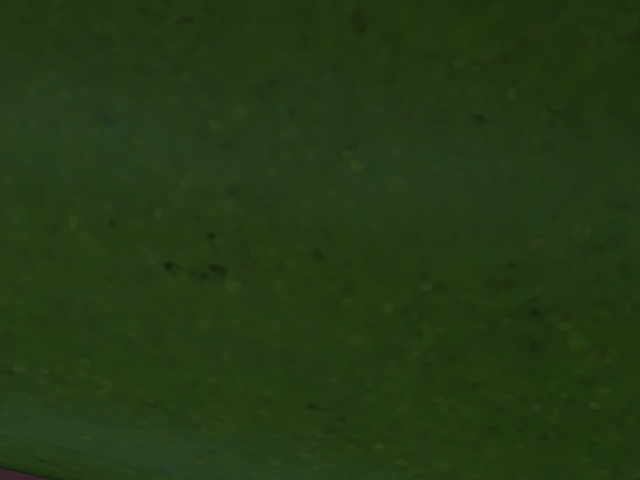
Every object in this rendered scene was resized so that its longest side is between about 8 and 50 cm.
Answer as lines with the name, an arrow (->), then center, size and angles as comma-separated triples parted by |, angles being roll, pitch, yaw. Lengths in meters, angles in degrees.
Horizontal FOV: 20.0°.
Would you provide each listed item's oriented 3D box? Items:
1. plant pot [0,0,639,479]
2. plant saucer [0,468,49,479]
plant pot -> 0.018, -0.035, 0.412 | 0.276, 0.254, 0.276 | -174, 90, -86
plant saucer -> -0.012, 0.077, 0.619 | 0.084, 0.332, 0.332 | 39, 130, 43
